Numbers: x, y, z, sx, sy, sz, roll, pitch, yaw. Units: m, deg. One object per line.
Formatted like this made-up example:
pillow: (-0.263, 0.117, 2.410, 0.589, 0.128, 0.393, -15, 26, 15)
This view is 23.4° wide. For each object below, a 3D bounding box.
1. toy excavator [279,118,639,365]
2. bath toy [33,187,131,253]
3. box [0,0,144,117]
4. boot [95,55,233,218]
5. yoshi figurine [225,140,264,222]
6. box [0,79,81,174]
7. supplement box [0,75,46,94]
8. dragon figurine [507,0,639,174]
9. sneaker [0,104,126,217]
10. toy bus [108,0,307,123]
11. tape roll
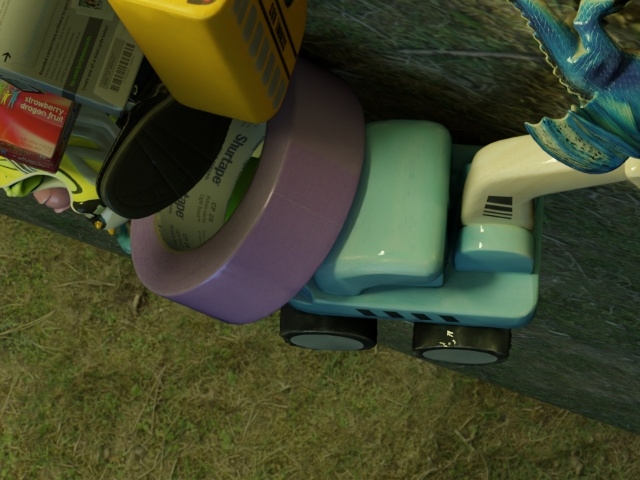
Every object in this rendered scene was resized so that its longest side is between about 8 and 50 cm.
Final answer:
toy excavator: (0.143, -0.028, 1.484, 0.433, 0.222, 0.445, 4, 165, 7)
bath toy: (-0.397, -0.091, 2.386, 0.151, 0.129, 0.348, 9, 166, 45)
box: (-0.243, -0.210, 1.397, 0.186, 0.145, 0.038, 19, 169, -8)
boot: (-0.166, -0.128, 1.483, 0.179, 0.236, 0.085, 14, 153, 47)
yoshi figurine: (-0.126, -0.063, 1.875, 0.203, 0.203, 0.362, 33, 161, -32)
box: (-0.425, -0.188, 1.897, 0.257, 0.128, 0.122, 20, 170, -4)
supplement box: (-0.320, -0.211, 1.712, 0.043, 0.083, 0.055, 9, 167, 41)
dragon figurine: (0.212, -0.102, 1.156, 0.289, 0.144, 0.085, 21, 169, -15)
sneaker: (-0.439, -0.145, 2.110, 0.385, 0.147, 0.145, 17, 172, 16)
toy bus: (-0.088, -0.204, 1.188, 0.108, 0.130, 0.332, 17, 170, 10)
tape roll: (-0.077, -0.059, 1.539, 0.090, 0.274, 0.275, 26, 168, -32)
